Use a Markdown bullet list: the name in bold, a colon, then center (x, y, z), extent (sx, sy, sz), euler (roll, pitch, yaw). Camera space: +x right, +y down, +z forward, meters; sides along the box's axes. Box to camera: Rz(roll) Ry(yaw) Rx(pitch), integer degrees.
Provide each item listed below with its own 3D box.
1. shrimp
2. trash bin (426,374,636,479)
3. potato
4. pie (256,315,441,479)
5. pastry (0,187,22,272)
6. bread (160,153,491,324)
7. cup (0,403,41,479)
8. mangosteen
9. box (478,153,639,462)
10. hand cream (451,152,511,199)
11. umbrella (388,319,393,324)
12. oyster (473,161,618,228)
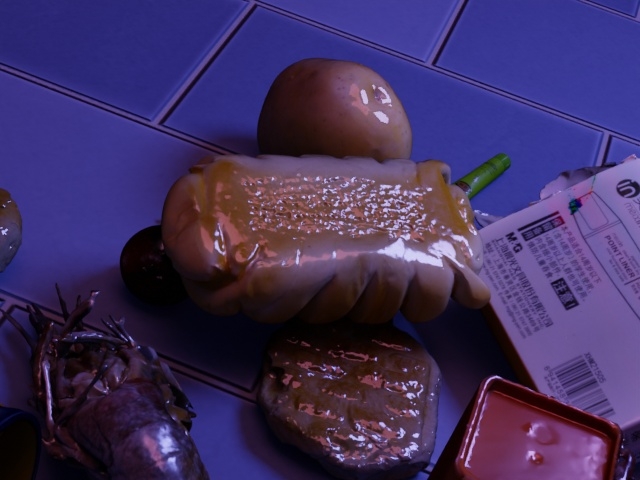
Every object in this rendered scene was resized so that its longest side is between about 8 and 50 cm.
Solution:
- **shrimp**: center (-0.187, 0.127, 1.085), extent (0.116, 0.145, 0.343), euler (-40, 46, -5)
- **trash bin**: center (0.127, 0.238, 0.972), extent (0.161, 0.238, 0.184), euler (21, 41, 6)
- **potato**: center (0.013, -0.112, 1.378), extent (0.150, 0.146, 0.234), euler (25, -3, -20)
- **pie**: center (0.026, 0.140, 1.205), extent (0.195, 0.046, 0.195), euler (11, 40, -9)
- **pastry**: center (-0.358, -0.010, 1.221), extent (0.153, 0.081, 0.153), euler (7, 43, -6)
- **bread**: center (0.000, 0.000, 1.223), extent (0.311, 0.121, 0.173), euler (2, 56, -19)
- **cup**: center (-0.357, 0.171, 0.990), extent (0.256, 0.255, 0.178), euler (22, 77, 11)
- **mangosteen**: center (-0.152, 0.022, 1.255), extent (0.081, 0.081, 0.081), euler (9, 40, -8)
- **box**: center (0.281, 0.071, 1.253), extent (0.221, 0.091, 0.274), euler (-23, 54, 0)
- **hand cream**: center (0.182, -0.069, 1.520), extent (0.036, 0.023, 0.122), euler (39, 48, 20)
- **umbrella**: center (-0.041, 0.020, 1.327), extent (0.269, 0.044, 0.044), euler (28, 10, 13)
- **oyster**: center (0.315, 0.020, 1.395), extent (0.275, 0.100, 0.271), euler (-12, 53, 7)
